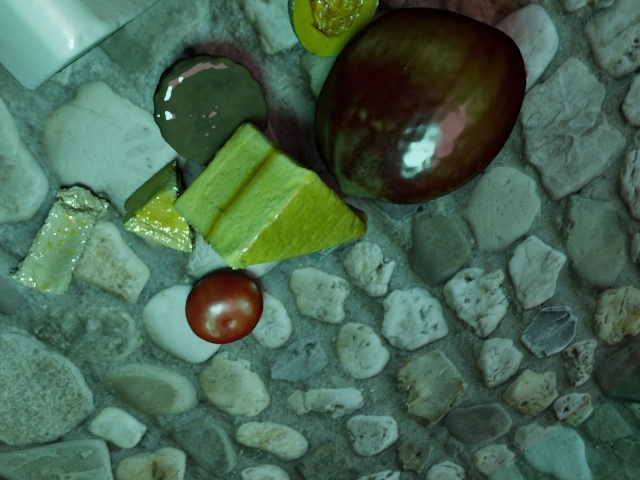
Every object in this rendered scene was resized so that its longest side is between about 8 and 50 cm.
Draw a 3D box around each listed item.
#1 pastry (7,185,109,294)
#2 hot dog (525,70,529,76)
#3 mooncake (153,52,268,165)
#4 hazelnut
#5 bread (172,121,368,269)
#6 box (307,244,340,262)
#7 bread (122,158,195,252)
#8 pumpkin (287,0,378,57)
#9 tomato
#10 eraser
[{"bbox_3d":[-0.558,0.006,1.028,0.122,0.089,0.258,26,109,-40],"label":"pastry"},{"bbox_3d":[0.398,-0.364,1.167,0.249,0.076,0.102,-23,158,-5],"label":"hot dog"},{"bbox_3d":[-0.228,-0.271,0.977,0.229,0.124,0.228,-11,121,-18],"label":"mooncake"},{"bbox_3d":[0.176,-0.254,0.946,0.421,0.420,0.352,-31,137,-2],"label":"hazelnut"},{"bbox_3d":[-0.068,-0.046,1.015,0.244,0.233,0.362,-50,147,2],"label":"bread"},{"bbox_3d":[0.000,0.000,1.227,0.099,0.054,0.074,-41,119,4],"label":"box"},{"bbox_3d":[-0.316,-0.077,1.032,0.169,0.140,0.160,27,115,-31],"label":"bread"},{"bbox_3d":[0.010,-0.486,0.950,0.218,0.110,0.217,-23,134,-26],"label":"pumpkin"},{"bbox_3d":[-0.238,0.170,1.184,0.195,0.136,0.194,-7,117,-15],"label":"tomato"},{"bbox_3d":[-0.443,-0.380,0.799,0.331,0.331,0.149,-33,123,0],"label":"eraser"}]
